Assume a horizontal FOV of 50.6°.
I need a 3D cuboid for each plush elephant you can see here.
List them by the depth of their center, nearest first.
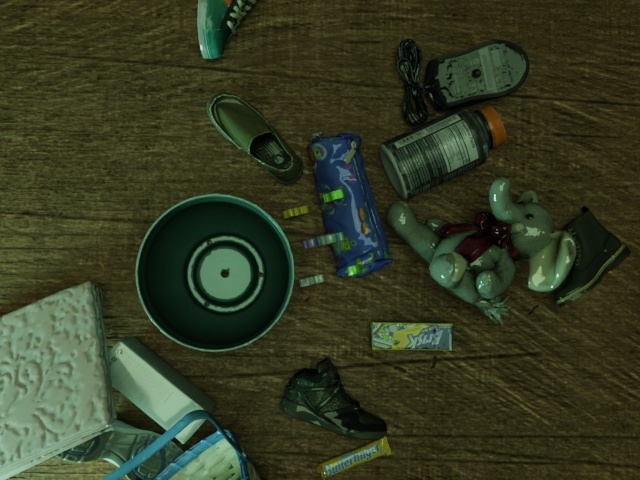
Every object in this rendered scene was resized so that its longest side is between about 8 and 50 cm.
[{"bbox_3d":[0.347,-0.002,1.341,0.330,0.272,0.255,37,101,-28],"label":"plush elephant"}]

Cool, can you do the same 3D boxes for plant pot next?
[{"bbox_3d":[-0.198,0.065,1.345,0.293,0.196,0.293,0,86,-2],"label":"plant pot"}]

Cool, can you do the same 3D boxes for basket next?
[{"bbox_3d":[-0.245,0.469,1.259,0.255,0.201,0.289,-35,127,-3],"label":"basket"}]

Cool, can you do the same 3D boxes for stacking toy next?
[{"bbox_3d":[0.000,0.000,1.353,0.052,0.221,0.167,-13,88,-29],"label":"stacking toy"}]

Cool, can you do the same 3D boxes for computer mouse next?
[{"bbox_3d":[0.305,-0.354,1.453,0.272,0.072,0.188,-7,89,10],"label":"computer mouse"}]

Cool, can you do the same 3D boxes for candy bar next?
[{"bbox_3d":[0.070,0.459,1.422,0.161,0.018,0.040,-21,88,-4],"label":"candy bar"}]

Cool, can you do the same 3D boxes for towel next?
[{"bbox_3d":[-0.552,0.270,1.304,0.317,0.053,0.331,-23,55,4],"label":"towel"}]

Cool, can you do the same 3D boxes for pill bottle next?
[{"bbox_3d":[0.258,-0.191,1.407,0.246,0.130,0.130,-25,88,-3],"label":"pill bottle"}]

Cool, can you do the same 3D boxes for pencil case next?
[{"bbox_3d":[0.060,-0.077,1.395,0.119,0.133,0.306,-13,88,-30],"label":"pencil case"}]

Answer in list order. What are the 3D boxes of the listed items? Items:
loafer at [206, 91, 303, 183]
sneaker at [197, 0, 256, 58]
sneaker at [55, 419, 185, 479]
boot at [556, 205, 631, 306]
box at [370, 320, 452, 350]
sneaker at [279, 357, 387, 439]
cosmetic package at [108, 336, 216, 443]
[{"bbox_3d":[-0.134,-0.223,1.416,0.251,0.087,0.094,40,86,0],"label":"loafer"},{"bbox_3d":[-0.179,-0.524,1.422,0.121,0.108,0.302,10,85,3],"label":"sneaker"},{"bbox_3d":[-0.400,0.407,1.367,0.297,0.129,0.111,30,84,-19],"label":"sneaker"},{"bbox_3d":[0.542,0.035,1.440,0.198,0.077,0.137,-38,84,-17],"label":"boot"},{"bbox_3d":[0.190,0.200,1.421,0.169,0.054,0.059,1,86,-1],"label":"box"},{"bbox_3d":[0.041,0.325,1.393,0.228,0.087,0.130,21,93,5],"label":"sneaker"},{"bbox_3d":[-0.329,0.299,1.369,0.231,0.117,0.085,40,87,2],"label":"cosmetic package"}]
